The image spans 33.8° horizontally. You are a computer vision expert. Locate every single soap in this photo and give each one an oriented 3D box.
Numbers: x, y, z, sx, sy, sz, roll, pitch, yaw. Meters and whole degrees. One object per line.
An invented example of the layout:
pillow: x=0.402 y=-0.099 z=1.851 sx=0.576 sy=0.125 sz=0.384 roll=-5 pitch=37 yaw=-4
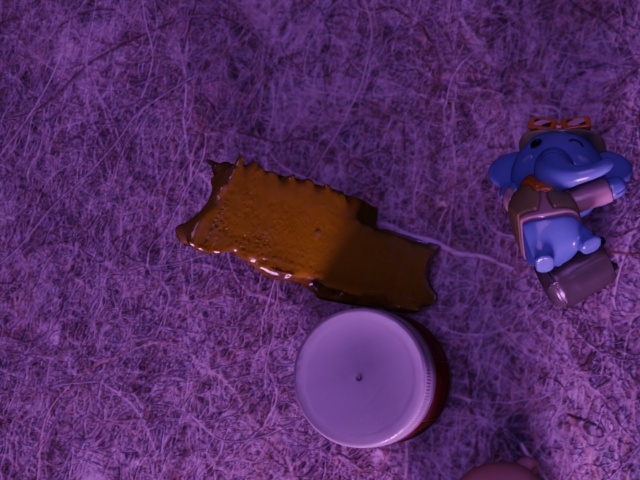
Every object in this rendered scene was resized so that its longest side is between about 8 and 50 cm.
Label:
soap: x=0.000 y=0.000 z=1.539 sx=0.304 sy=0.339 sz=0.169 roll=14 pitch=89 yaw=21

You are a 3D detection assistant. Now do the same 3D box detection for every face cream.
face cream: x=0.081 y=0.204 z=1.564 sx=0.201 sy=0.187 sz=0.201 roll=-2 pitch=82 yaw=18

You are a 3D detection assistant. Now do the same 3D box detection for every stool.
stool: x=0.374 y=0.041 z=1.542 sx=0.110 sy=0.096 sz=0.096 roll=-29 pitch=75 yaw=9

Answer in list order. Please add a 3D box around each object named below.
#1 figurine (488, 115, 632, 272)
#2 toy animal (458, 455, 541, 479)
figurine: x=0.349 y=-0.070 z=1.504 sx=0.180 sy=0.154 sz=0.262 roll=-33 pitch=37 yaw=26
toy animal: x=0.229 y=0.432 z=1.486 sx=0.221 sy=0.210 sz=0.229 roll=-13 pitch=96 yaw=18
